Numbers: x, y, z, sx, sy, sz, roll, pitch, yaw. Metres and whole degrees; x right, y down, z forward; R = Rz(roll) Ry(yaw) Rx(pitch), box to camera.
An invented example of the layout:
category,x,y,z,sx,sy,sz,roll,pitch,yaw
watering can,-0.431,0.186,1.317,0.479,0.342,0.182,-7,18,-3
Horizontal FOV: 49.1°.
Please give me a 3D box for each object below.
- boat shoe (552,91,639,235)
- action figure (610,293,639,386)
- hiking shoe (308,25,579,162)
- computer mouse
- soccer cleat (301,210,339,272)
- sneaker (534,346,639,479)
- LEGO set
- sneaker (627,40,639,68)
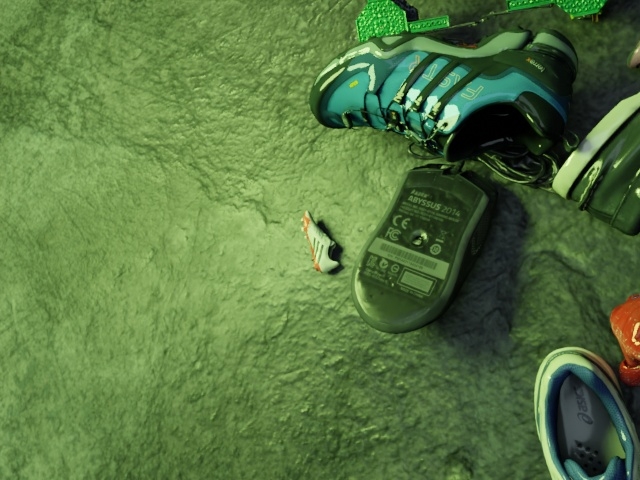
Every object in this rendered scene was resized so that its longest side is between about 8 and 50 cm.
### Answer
category,x,y,z,sx,sy,sz,roll,pitch,yaw
boat shoe,0.387,-0.141,0.679,0.340,0.127,0.113,-46,66,12
action figure,0.365,0.026,0.654,0.139,0.091,0.280,9,116,-2
hiking shoe,0.119,-0.150,0.763,0.304,0.113,0.132,-3,58,26
computer mouse,0.139,-0.008,0.804,0.188,0.072,0.272,27,79,29
soccer cleat,0.000,0.000,0.885,0.035,0.029,0.083,-18,75,11
sneaker,0.261,0.248,0.656,0.112,0.131,0.296,-21,73,18
LEGO set,0.189,-0.349,0.818,0.331,0.192,0.255,-13,104,25
sneaker,0.384,-0.224,0.748,0.057,0.047,0.119,37,100,11
